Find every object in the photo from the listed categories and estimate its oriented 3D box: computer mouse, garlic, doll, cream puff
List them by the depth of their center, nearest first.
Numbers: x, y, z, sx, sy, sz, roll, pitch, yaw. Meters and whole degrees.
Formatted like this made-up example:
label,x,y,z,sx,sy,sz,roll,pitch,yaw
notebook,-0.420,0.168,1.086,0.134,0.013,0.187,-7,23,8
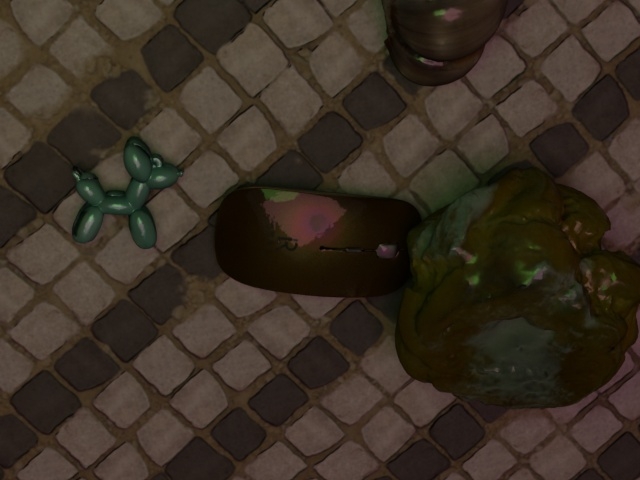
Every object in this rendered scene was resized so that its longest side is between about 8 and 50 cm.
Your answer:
label,x,y,z,sx,sy,sz,roll,pitch,yaw
garlic,0.170,-0.314,1.626,0.191,0.160,0.214,-13,106,1
doll,-0.273,-0.067,1.689,0.159,0.059,0.158,0,108,-7
cream puff,0.289,0.057,1.728,0.378,0.275,0.378,3,134,4
computer mouse,0.000,0.000,1.749,0.310,0.072,0.158,5,109,-11
